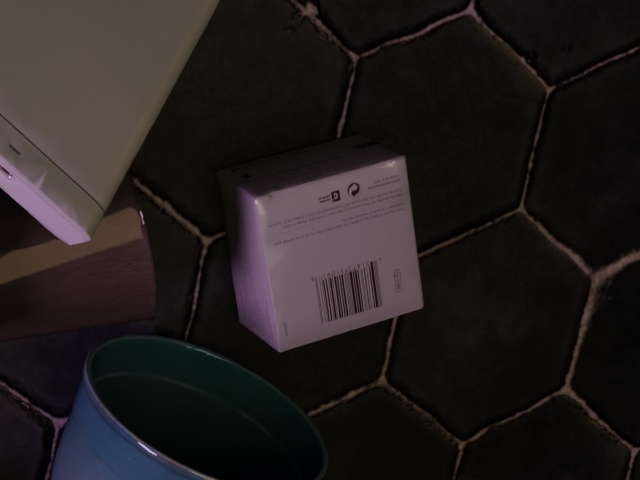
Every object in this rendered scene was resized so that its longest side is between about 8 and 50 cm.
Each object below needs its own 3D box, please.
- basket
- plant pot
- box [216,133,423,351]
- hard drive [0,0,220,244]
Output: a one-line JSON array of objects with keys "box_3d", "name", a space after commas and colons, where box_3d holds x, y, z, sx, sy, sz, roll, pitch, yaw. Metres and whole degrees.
[{"box_3d": [-0.296, 0.017, 1.911, 0.227, 0.154, 0.204, -16, 121, -17], "name": "basket"}, {"box_3d": [-0.167, 0.278, 2.002, 0.271, 0.272, 0.255, 15, 114, -29], "name": "plant pot"}, {"box_3d": [0.000, 0.000, 2.064, 0.181, 0.119, 0.182, -16, 111, -21], "name": "box"}, {"box_3d": [-0.234, -0.205, 1.836, 0.233, 0.047, 0.353, 44, 54, -30], "name": "hard drive"}]
